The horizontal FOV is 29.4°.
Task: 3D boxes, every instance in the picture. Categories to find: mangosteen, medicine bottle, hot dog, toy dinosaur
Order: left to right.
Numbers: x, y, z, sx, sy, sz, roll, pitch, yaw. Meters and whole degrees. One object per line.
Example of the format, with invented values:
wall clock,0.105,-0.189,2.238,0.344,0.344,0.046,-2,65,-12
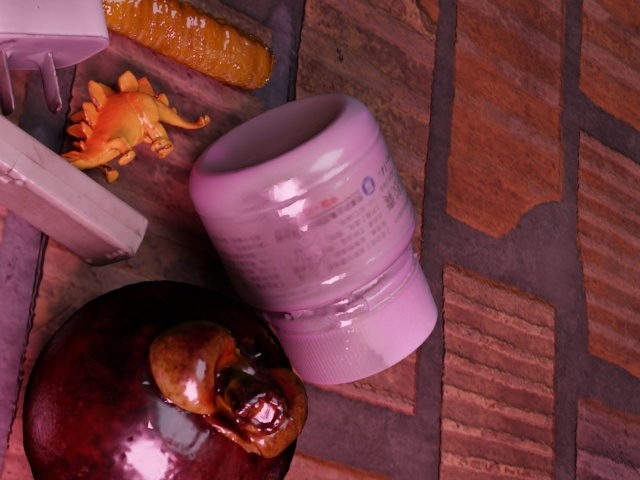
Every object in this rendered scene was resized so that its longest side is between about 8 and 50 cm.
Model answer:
toy dinosaur,-0.227,-0.144,1.436,0.117,0.070,0.288,51,35,1
mangosteen,-0.160,0.171,1.262,0.297,0.293,0.297,6,47,-6
hot dog,-0.170,-0.262,1.527,0.289,0.068,0.083,19,73,-41
medicine bottle,0.000,0.000,1.495,0.241,0.241,0.302,-46,120,-41

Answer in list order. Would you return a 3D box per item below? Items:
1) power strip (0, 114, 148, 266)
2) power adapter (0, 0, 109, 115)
power strip,-0.319,-0.068,1.308,0.288,0.093,0.053,38,58,-32
power adapter,-0.335,-0.260,1.326,0.187,0.124,0.255,-8,85,-44
